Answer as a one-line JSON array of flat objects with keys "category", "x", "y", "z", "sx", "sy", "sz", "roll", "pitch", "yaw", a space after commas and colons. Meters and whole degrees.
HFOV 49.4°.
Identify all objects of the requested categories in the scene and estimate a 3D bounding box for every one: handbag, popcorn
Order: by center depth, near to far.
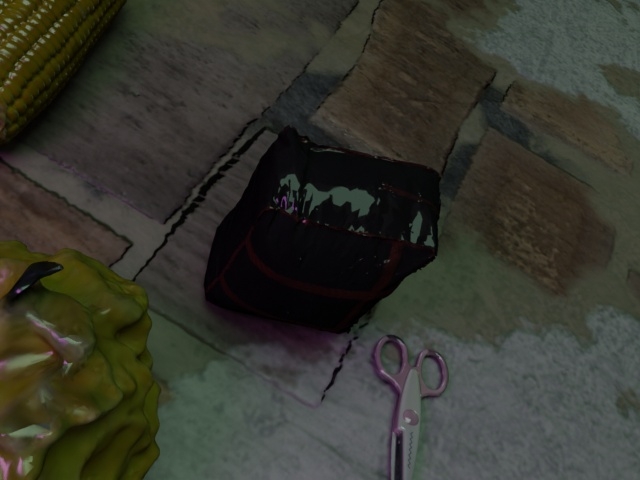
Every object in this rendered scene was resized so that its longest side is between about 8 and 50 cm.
[{"category": "popcorn", "x": -0.226, "y": 0.108, "z": 0.474, "sx": 0.250, "sy": 0.225, "sz": 0.249, "roll": 8, "pitch": 55, "yaw": -11}, {"category": "handbag", "x": 0.000, "y": 0.000, "z": 0.658, "sx": 0.170, "sy": 0.215, "sz": 0.155, "roll": 19, "pitch": 58, "yaw": -16}]

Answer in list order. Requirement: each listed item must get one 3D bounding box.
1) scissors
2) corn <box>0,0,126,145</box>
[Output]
[{"category": "scissors", "x": 0.085, "y": 0.172, "z": 0.685, "sx": 0.086, "sy": 0.022, "sz": 0.176, "roll": 23, "pitch": 46, "yaw": -10}, {"category": "corn", "x": -0.310, "y": -0.238, "z": 0.763, "sx": 0.131, "sy": 0.131, "sz": 0.344, "roll": 20, "pitch": 52, "yaw": -8}]
